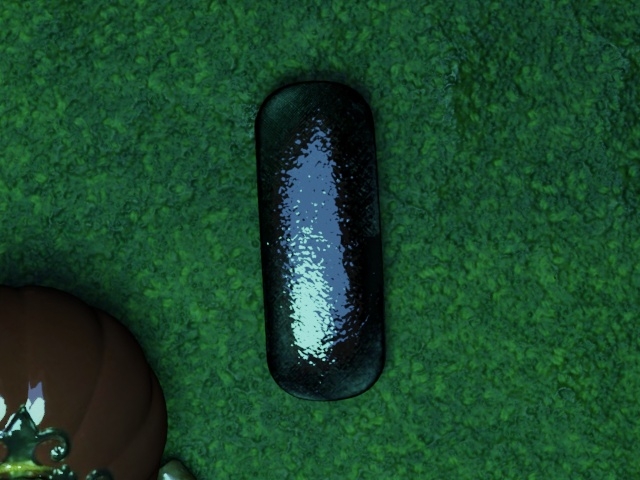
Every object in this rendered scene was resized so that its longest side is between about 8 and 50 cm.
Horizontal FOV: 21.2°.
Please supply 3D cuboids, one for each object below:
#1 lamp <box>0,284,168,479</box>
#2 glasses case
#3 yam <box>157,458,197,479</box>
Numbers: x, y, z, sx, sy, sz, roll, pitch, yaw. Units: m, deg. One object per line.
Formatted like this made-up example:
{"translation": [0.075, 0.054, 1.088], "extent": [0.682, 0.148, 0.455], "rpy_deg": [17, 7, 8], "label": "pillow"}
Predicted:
{"translation": [-0.295, 0.182, 1.615], "extent": [0.303, 0.257, 0.303], "rpy_deg": [-7, 127, -10], "label": "lamp"}
{"translation": [0.000, 0.000, 1.715], "extent": [0.122, 0.082, 0.321], "rpy_deg": [-3, 90, 0], "label": "glasses case"}
{"translation": [-0.089, 0.319, 1.722], "extent": [0.057, 0.057, 0.241], "rpy_deg": [-40, 89, -2], "label": "yam"}
